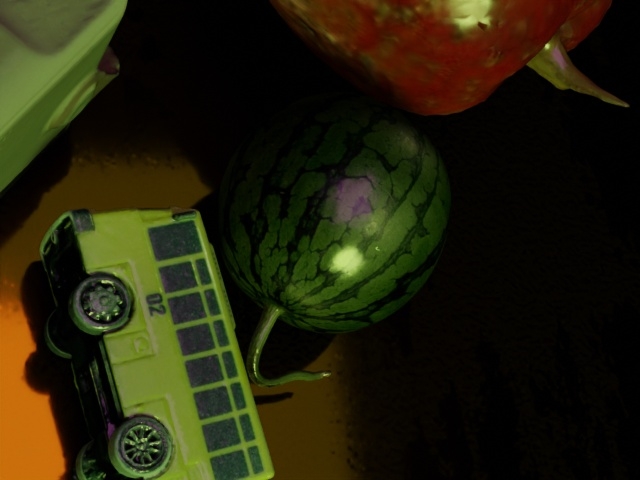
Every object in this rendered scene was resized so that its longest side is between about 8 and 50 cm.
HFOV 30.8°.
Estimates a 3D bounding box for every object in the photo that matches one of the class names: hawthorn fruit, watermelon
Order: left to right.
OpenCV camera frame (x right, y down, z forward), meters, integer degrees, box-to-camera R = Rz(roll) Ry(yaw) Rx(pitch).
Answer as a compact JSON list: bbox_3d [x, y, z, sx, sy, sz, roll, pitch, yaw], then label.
[{"bbox_3d":[0.000,0.000,0.707,0.140,0.140,0.187,31,67,-10],"label":"watermelon"},{"bbox_3d":[0.070,-0.210,0.765,0.258,0.258,0.262,-48,126,-30],"label":"hawthorn fruit"}]

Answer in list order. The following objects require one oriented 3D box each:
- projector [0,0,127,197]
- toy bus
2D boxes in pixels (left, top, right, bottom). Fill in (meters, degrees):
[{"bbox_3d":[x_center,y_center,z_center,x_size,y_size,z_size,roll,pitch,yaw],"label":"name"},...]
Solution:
[{"bbox_3d":[-0.223,-0.091,0.621,0.163,0.177,0.242,41,59,-7],"label":"projector"},{"bbox_3d":[-0.097,0.068,0.669,0.101,0.088,0.175,-11,78,-28],"label":"toy bus"}]
